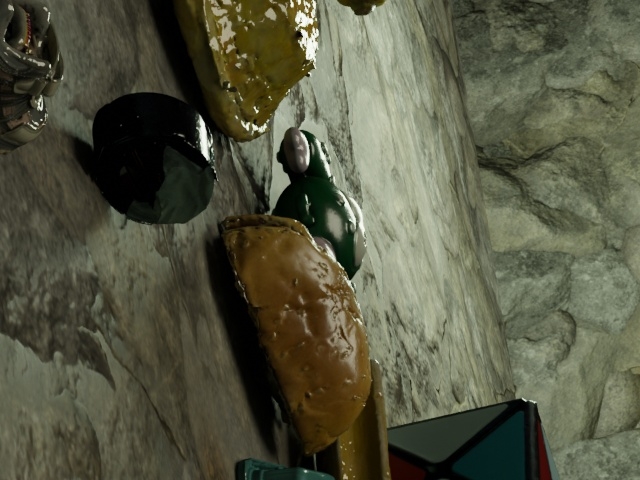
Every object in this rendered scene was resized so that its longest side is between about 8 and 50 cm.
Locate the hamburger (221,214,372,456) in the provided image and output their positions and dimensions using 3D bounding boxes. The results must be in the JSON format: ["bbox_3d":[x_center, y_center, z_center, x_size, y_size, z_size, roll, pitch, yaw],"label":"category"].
[{"bbox_3d":[-0.019,0.095,1.750,0.124,0.131,0.262,-105,178,-76],"label":"hamburger"}]

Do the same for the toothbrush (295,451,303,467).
[{"bbox_3d":[-0.023,0.246,1.844,0.097,0.006,0.008,-69,147,-68],"label":"toothbrush"}]

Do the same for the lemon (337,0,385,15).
[{"bbox_3d":[0.058,-0.514,2.418,0.285,0.285,0.316,62,14,-48],"label":"lemon"}]

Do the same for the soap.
[{"bbox_3d":[0.037,0.264,1.846,0.140,0.073,0.232,107,-19,-57],"label":"soap"}]

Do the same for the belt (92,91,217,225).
[{"bbox_3d":[-0.144,-0.072,1.441,0.140,0.105,0.058,76,8,-52],"label":"belt"}]

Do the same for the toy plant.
[{"bbox_3d":[-0.001,-0.005,1.967,0.243,0.112,0.232,70,8,-49],"label":"toy plant"}]

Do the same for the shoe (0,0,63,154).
[{"bbox_3d":[-0.228,-0.136,1.173,0.180,0.092,0.089,56,23,-56],"label":"shoe"}]

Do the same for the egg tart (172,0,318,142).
[{"bbox_3d":[-0.083,-0.272,1.858,0.341,0.132,0.341,-14,90,-79],"label":"egg tart"}]

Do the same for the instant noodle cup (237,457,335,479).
[{"bbox_3d":[-0.020,0.296,1.673,0.179,0.070,0.157,34,42,-70],"label":"instant noodle cup"}]

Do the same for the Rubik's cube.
[{"bbox_3d":[0.179,0.376,2.032,0.250,0.246,0.248,-80,154,-60],"label":"Rubik's cube"}]
